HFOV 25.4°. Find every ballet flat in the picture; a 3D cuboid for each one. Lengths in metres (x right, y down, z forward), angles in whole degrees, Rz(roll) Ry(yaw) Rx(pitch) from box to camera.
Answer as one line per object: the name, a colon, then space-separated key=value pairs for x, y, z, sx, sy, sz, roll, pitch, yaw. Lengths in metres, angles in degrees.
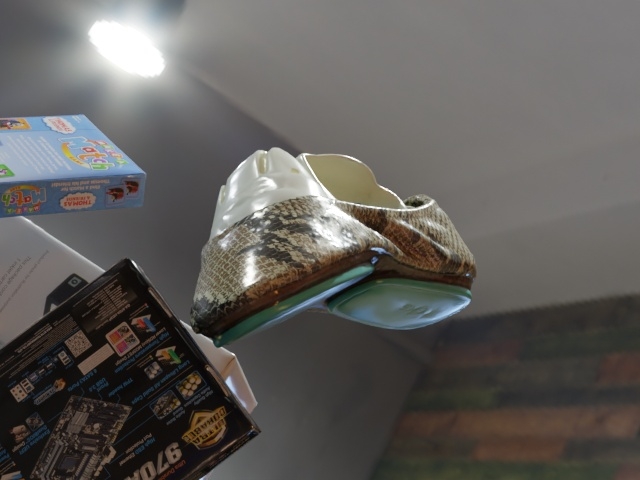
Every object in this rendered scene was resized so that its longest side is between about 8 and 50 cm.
ballet flat: x=0.000 y=0.000 z=1.344 sx=0.164 sy=0.182 sz=0.483 roll=-28 pitch=-13 yaw=25

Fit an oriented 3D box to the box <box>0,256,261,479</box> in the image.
box: x=-0.185 y=0.146 z=1.117 sx=0.175 sy=0.220 sz=0.051 roll=51 pitch=-6 yaw=13

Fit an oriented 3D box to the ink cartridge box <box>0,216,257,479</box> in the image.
ink cartridge box: x=-0.233 y=0.118 z=1.506 sx=0.307 sy=0.129 sz=0.223 roll=32 pitch=-14 yaw=14

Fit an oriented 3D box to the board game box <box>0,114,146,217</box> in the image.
board game box: x=-0.287 y=-0.069 z=1.287 sx=0.212 sy=0.039 sz=0.160 roll=-6 pitch=27 yaw=-29
